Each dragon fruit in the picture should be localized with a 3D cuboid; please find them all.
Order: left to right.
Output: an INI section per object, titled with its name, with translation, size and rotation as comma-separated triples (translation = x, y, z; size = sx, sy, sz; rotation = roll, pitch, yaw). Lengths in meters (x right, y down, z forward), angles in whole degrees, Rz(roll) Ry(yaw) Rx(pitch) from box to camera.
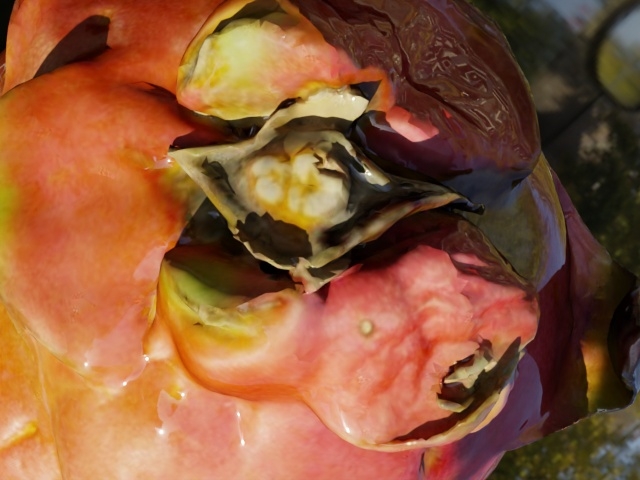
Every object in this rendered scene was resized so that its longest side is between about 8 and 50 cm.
[dragon fruit]
translation = 0.000, 0.000, 0.450
size = 0.225, 0.305, 0.305
rotation = -26, -175, 43
